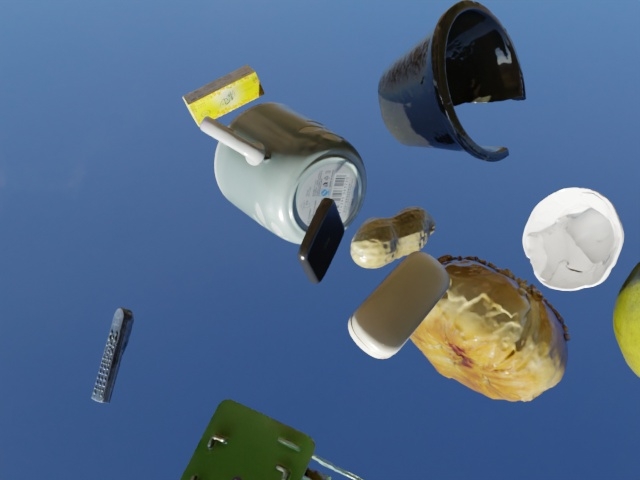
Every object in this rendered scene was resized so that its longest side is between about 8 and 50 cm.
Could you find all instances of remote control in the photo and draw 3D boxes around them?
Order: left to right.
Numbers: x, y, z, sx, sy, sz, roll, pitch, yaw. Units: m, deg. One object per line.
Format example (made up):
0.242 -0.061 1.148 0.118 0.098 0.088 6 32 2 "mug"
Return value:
-0.332 0.184 1.135 0.043 0.027 0.153 4 -105 42 "remote control"

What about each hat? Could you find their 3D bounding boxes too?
0.509 -0.004 1.367 0.126 0.203 0.203 -4 -152 -47 "hat"

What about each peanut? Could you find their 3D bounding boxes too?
0.190 -0.011 1.848 0.290 0.130 0.130 -18 -142 -35 "peanut"

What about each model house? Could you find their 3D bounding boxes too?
-0.062 0.513 1.284 0.339 0.324 0.301 18 -108 22 "model house"

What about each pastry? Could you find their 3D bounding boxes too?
0.378 0.193 1.621 0.409 0.410 0.245 24 -112 31 "pastry"

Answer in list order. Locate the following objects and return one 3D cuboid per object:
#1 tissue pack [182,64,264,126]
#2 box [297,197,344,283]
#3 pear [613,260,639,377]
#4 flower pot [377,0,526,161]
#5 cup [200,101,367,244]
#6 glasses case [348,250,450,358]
-0.227 -0.341 1.656 0.175 0.062 0.095 -27 -151 -7 "tissue pack"
0.000 0.000 1.233 0.026 0.125 0.126 18 -111 21 "box"
0.569 0.116 1.021 0.252 0.307 0.253 1 -100 -4 "pear"
0.294 -0.365 1.704 0.251 0.380 0.379 -5 -152 45 "flower pot"
-0.089 -0.157 1.493 0.274 0.356 0.260 35 -84 48 "cup"
0.112 0.085 0.978 0.081 0.051 0.204 45 -133 6 "glasses case"
